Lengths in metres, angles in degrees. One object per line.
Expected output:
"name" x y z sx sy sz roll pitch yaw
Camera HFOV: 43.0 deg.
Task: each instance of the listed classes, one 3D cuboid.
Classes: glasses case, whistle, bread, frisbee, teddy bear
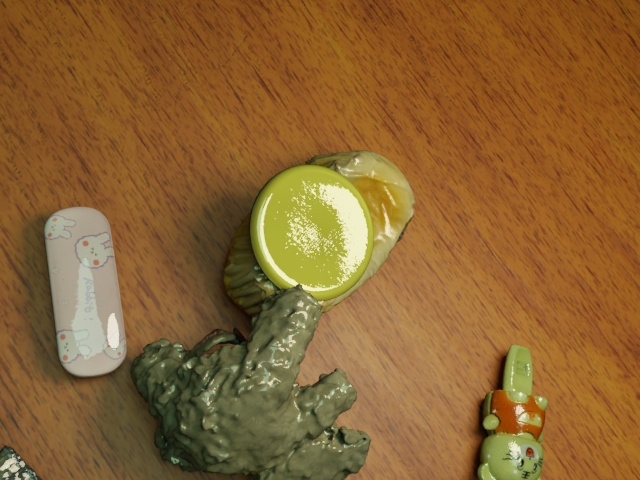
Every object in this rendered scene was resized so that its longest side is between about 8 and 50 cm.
"glasses case" -0.401 0.085 1.384 0.113 0.075 0.297 -7 76 -20
"whistle" 0.358 0.334 1.496 0.131 0.106 0.289 17 69 -17
"bread" -0.006 -0.011 1.485 0.388 0.183 0.236 -40 101 -29
"frisbee" -0.009 -0.015 1.369 0.235 0.017 0.236 5 79 -27
"teddy bear" -0.094 0.296 1.335 0.357 0.224 0.368 -26 120 14

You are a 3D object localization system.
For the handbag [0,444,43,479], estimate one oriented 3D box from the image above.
"handbag" -0.460 0.465 1.251 0.175 0.089 0.270 -39 86 -31
